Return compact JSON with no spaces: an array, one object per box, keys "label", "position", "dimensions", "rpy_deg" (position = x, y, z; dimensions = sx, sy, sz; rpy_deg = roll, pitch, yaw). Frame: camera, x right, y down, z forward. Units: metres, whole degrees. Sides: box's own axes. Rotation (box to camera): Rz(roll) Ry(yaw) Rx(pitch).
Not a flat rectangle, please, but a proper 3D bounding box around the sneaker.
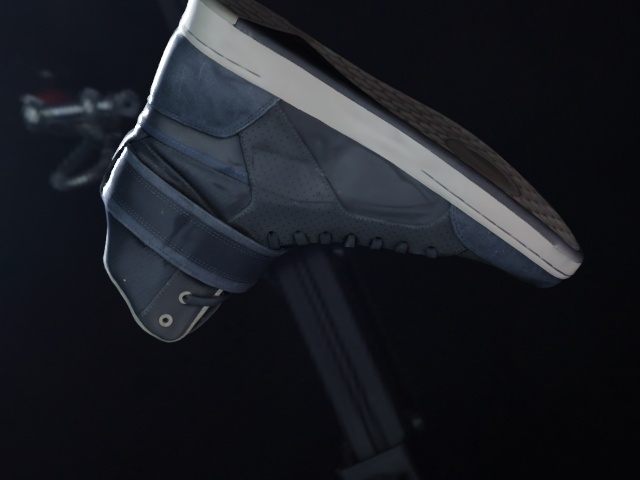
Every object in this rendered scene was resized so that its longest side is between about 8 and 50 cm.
[{"label":"sneaker","position":[0.000,-0.001,0.684],"dimensions":[0.226,0.086,0.163],"rpy_deg":[31,-74,0]}]
